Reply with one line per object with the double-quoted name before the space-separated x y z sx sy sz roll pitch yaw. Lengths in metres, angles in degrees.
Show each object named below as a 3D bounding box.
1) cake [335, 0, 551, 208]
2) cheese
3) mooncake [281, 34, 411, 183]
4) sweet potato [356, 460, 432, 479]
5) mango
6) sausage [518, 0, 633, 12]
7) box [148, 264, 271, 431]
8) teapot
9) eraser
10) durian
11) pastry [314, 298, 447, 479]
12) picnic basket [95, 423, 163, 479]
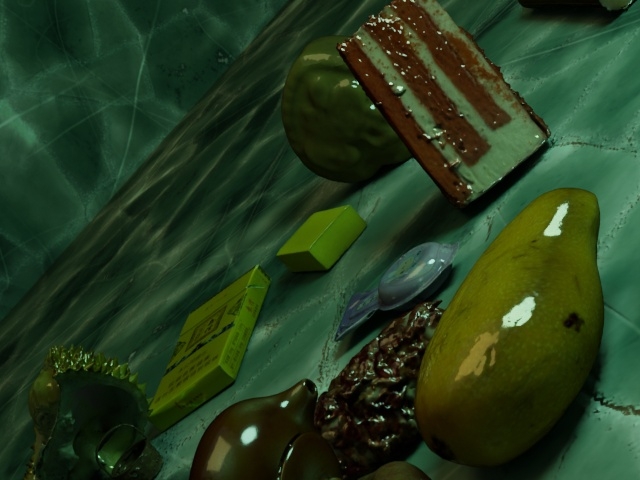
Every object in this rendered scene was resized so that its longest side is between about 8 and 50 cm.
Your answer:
"cake" 0.158 -0.185 1.714 0.158 0.262 0.159 -38 -3 4
"cheese" 0.093 0.056 1.599 0.191 0.042 0.105 -36 16 32
"mooncake" 0.045 -0.204 2.044 0.235 0.235 0.117 -30 20 38
"sweet potato" 0.071 0.236 1.182 0.078 0.058 0.255 -66 17 -11
"mango" 0.180 0.081 1.202 0.177 0.120 0.295 -35 15 51
"sausage" 0.369 -0.382 1.992 0.082 0.082 0.371 -44 16 -2
"box" -0.160 0.154 1.963 0.153 0.041 0.279 -37 18 26
"teapot" -0.037 0.251 1.212 0.135 0.178 0.252 -9 71 32
"eraser" 0.000 0.000 1.956 0.097 0.045 0.122 -49 16 -21
"durian" -0.333 0.263 1.822 0.306 0.172 0.166 -60 6 28
"pastry" 0.066 0.152 1.339 0.208 0.097 0.115 -45 6 1
"picnic basket" -0.257 0.286 1.775 0.072 0.083 0.072 -39 16 14
